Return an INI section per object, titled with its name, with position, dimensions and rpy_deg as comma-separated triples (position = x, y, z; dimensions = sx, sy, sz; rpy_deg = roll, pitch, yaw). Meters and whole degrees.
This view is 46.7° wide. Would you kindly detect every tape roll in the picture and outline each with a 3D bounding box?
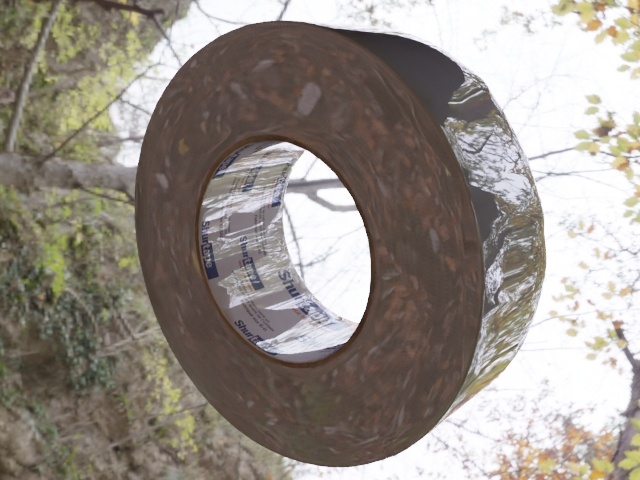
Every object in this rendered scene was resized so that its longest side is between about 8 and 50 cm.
[tape roll]
position = 0.000, 0.000, 0.386
dimensions = 0.219, 0.072, 0.219
rpy_deg = 11, -72, 36
